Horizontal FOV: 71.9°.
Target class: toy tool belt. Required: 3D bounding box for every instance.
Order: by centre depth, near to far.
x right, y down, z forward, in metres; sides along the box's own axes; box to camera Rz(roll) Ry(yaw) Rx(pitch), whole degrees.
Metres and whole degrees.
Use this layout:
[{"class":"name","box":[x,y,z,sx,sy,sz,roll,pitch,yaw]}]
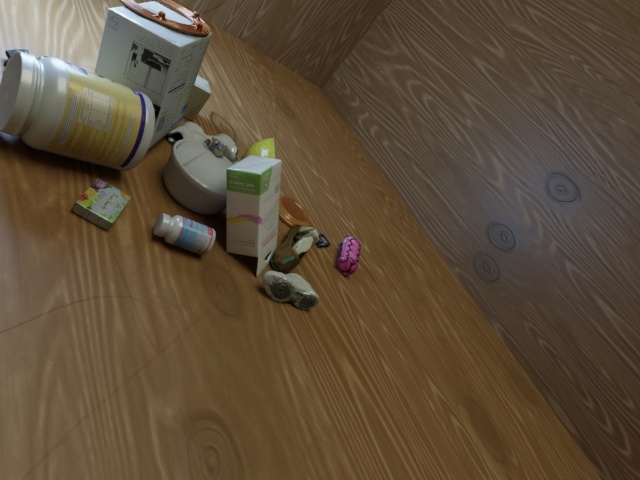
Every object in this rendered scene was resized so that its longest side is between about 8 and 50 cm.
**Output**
[{"class":"toy tool belt","box":[-0.362,-0.337,1.544,0.083,0.051,0.052,44,26,3]}]

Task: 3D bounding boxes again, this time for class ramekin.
[{"class":"ramekin","box":[-0.403,-0.206,1.497,0.273,0.127,0.273,34,28,-21]}]

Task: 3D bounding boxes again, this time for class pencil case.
[{"class":"pencil case","box":[0.122,0.060,1.911,0.209,0.095,0.098,-77,153,-63]}]

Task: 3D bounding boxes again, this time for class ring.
[{"class":"ring","box":[-0.523,-0.771,1.447,0.336,0.032,0.336,23,31,-15]}]

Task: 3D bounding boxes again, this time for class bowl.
[{"class":"bowl","box":[-0.252,-0.246,1.694,0.156,0.289,0.289,-1,38,-6]}]

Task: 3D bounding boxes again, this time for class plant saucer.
[{"class":"plant saucer","box":[-0.118,-0.123,1.892,0.200,0.037,0.200,33,28,-21]}]

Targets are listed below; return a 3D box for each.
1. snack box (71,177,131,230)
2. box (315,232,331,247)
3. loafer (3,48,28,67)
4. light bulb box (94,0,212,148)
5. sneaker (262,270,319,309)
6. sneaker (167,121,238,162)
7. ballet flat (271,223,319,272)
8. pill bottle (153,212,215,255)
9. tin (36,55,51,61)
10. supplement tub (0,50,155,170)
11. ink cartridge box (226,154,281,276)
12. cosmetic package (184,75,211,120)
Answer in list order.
[{"class":"snack box","box":[-0.582,-0.099,1.180,0.100,0.037,0.141,35,27,-23]},{"class":"box","box":[0.000,0.000,1.902,0.067,0.018,0.083,53,27,18]},{"class":"loafer","box":[-0.907,-0.515,1.316,0.061,0.062,0.170,-3,45,-29]},{"class":"light bulb box","box":[-0.568,-0.560,1.484,0.225,0.361,0.358,26,29,-11]},{"class":"sneaker","box":[-0.109,0.148,1.467,0.232,0.090,0.115,34,19,-40]},{"class":"sneaker","box":[-0.438,-0.349,1.642,0.297,0.111,0.129,22,34,21]},{"class":"ballet flat","box":[-0.075,0.010,1.649,0.116,0.124,0.342,59,23,-10]},{"class":"pill bottle","box":[-0.394,-0.020,1.280,0.160,0.087,0.087,24,32,-36]},{"class":"tin","box":[-0.840,-0.539,1.462,0.189,0.040,0.106,26,35,-33]},{"class":"supplement tub","box":[-0.656,-0.342,1.199,0.331,0.241,0.241,12,40,-49]},{"class":"ink cartridge box","box":[-0.221,-0.083,1.461,0.119,0.353,0.207,10,24,10]},{"class":"cosmetic package","box":[-0.619,-0.632,1.779,0.309,0.160,0.113,19,36,-40]}]
